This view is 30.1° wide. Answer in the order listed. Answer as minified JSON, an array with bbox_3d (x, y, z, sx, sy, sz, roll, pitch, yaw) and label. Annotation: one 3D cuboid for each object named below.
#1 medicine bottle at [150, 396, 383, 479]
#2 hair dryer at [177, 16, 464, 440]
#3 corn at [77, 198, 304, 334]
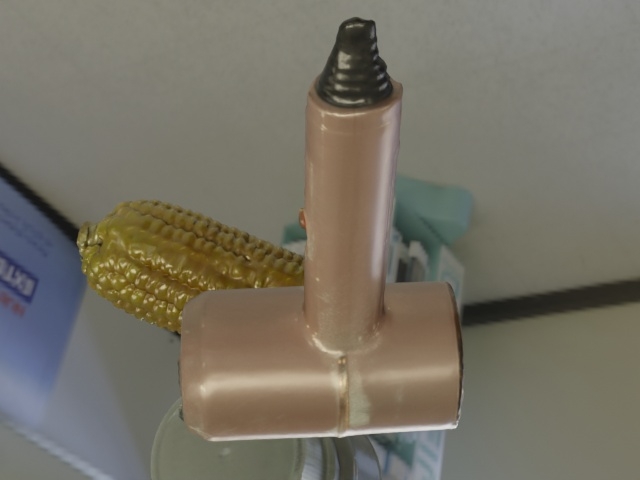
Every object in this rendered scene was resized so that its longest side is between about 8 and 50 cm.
[{"bbox_3d":[-0.066,0.305,1.544,0.245,0.245,0.306,0,161,18],"label":"medicine bottle"},{"bbox_3d":[0.000,0.000,0.731,0.189,0.107,0.344,-1,137,-3],"label":"hair dryer"},{"bbox_3d":[-0.059,0.056,1.142,0.363,0.120,0.120,19,149,-1],"label":"corn"}]
